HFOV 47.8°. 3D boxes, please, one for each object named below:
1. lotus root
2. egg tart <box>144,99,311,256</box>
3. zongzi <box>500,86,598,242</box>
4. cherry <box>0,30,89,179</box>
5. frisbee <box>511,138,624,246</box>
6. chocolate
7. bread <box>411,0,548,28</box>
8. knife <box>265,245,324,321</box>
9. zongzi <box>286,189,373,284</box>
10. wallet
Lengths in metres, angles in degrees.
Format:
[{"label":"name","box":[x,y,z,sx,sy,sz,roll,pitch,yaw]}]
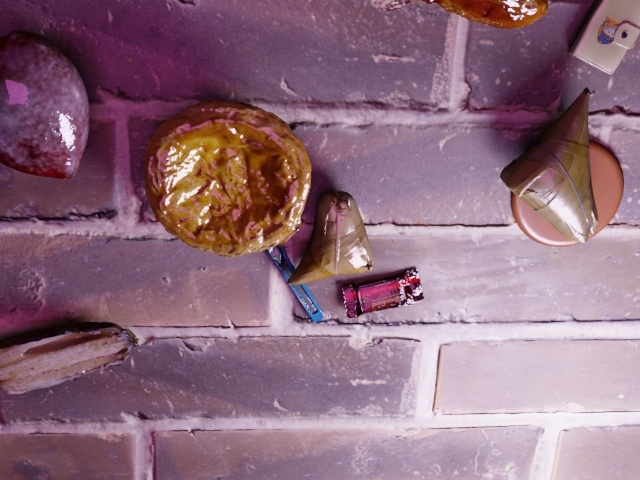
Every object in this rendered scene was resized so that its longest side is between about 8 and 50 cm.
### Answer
[{"label":"lotus root","box":[-0.564,0.231,1.570,0.329,0.078,0.167,-13,136,-2]},{"label":"egg tart","box":[-0.184,-0.125,1.427,0.341,0.129,0.341,-2,114,-5]},{"label":"zongzi","box":[0.528,-0.150,1.482,0.228,0.115,0.256,36,95,-20]},{"label":"cherry","box":[-0.534,-0.242,1.305,0.230,0.203,0.300,-26,113,1]},{"label":"frisbee","box":[0.536,-0.099,1.563,0.250,0.021,0.251,-1,113,-3]},{"label":"chocolate","box":[0.139,0.119,1.611,0.182,0.028,0.086,-15,105,0]},{"label":"bread","box":[0.216,-0.466,1.295,0.380,0.185,0.109,10,104,-9]},{"label":"knife","box":[-0.069,0.061,1.568,0.044,0.026,0.297,-34,111,-4]},{"label":"zongzi","box":[0.000,0.000,1.514,0.197,0.099,0.195,-15,113,5]},{"label":"wallet","box":[0.572,-0.419,1.425,0.110,0.039,0.155,24,108,-11]}]
